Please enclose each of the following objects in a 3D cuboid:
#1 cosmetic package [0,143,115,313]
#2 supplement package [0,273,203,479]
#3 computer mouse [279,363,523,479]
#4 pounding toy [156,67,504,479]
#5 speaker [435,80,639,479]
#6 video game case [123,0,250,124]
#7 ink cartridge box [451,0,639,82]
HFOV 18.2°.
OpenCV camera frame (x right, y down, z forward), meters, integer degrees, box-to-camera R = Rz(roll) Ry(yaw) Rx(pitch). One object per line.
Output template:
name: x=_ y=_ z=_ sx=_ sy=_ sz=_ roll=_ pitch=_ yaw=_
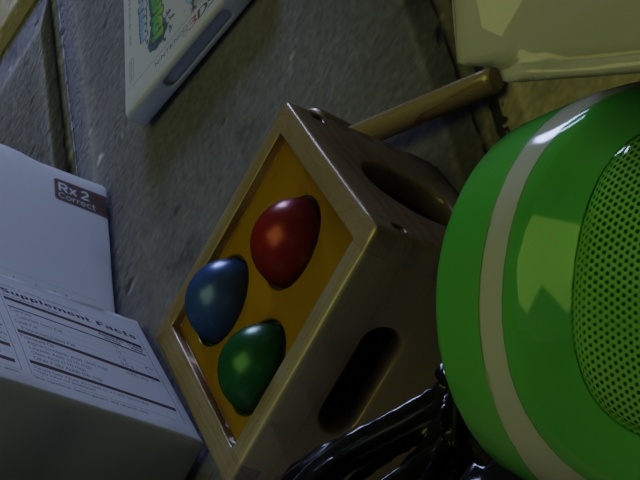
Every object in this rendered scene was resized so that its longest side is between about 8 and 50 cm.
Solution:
cosmetic package: x=-0.232 y=0.050 z=1.196 sx=0.184 sy=0.151 sz=0.151 roll=-51 pitch=32 yaw=33
supplement package: x=-0.221 y=0.152 z=1.046 sx=0.262 sy=0.204 sz=0.145 roll=-61 pitch=29 yaw=14
computer mouse: x=0.108 y=0.101 z=0.622 sx=0.188 sy=0.072 sz=0.272 roll=-39 pitch=30 yaw=-6
pounding toy: x=0.003 y=-0.010 z=0.879 sx=0.181 sy=0.094 sz=0.206 roll=-60 pitch=29 yaw=16
speaker: x=0.169 y=0.018 z=0.475 sx=0.296 sy=0.131 sz=0.131 roll=0 pitch=71 yaw=47
video game case: x=-0.078 y=-0.170 z=1.215 sx=0.143 sy=0.019 sz=0.157 roll=-46 pitch=35 yaw=36
ink cartridge box: x=0.138 y=-0.188 z=0.478 sx=0.211 sy=0.121 sz=0.289 roll=-2 pitch=93 yaw=31
